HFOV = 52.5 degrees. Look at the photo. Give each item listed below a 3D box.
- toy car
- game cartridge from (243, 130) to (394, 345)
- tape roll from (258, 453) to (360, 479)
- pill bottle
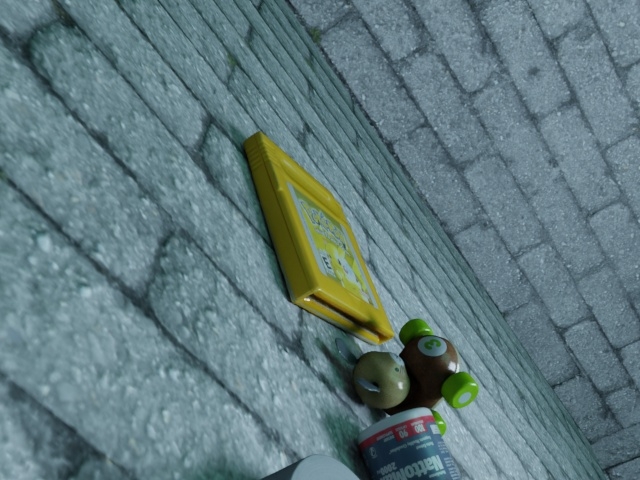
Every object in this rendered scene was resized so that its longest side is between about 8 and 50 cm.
[{"bbox_3d":[0.106,0.192,0.955,0.188,0.149,0.155,24,19,-37],"label":"toy car"},{"bbox_3d":[0.000,0.000,1.103,0.285,0.052,0.324,36,30,-53],"label":"game cartridge"},{"bbox_3d":[0.006,0.307,0.569,0.219,0.072,0.219,50,20,-26],"label":"tape roll"},{"bbox_3d":[0.126,0.317,0.828,0.108,0.107,0.180,29,33,-58],"label":"pill bottle"}]
